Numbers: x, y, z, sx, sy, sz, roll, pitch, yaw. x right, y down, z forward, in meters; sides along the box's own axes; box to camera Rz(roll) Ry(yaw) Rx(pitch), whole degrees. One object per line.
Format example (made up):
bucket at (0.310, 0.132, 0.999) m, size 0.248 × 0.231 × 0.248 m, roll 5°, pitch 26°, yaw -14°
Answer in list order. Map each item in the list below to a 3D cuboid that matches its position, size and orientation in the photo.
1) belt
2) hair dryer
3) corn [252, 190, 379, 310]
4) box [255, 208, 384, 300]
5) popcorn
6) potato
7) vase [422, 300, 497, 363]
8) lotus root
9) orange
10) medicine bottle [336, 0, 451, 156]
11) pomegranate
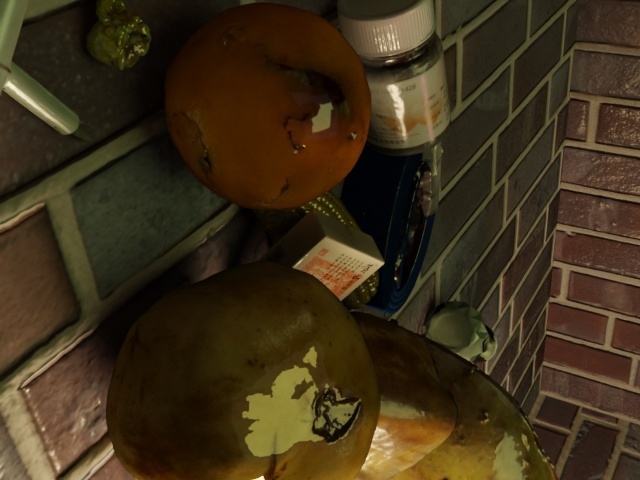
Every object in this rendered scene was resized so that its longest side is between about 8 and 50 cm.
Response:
belt at (0.131, -0.040, 1.434) m, size 0.212 × 0.117 × 0.346 m, roll -5°, pitch 108°, yaw -59°
hair dryer at (-0.273, -0.155, 0.745) m, size 0.183 × 0.044 × 0.154 m, roll 20°, pitch 86°, yaw -67°
corn at (0.000, 0.000, 1.208) m, size 0.131 × 0.131 × 0.344 m, roll -65°, pitch 150°, yaw -19°
box at (-0.025, 0.055, 1.110) m, size 0.201 × 0.058 × 0.141 m, roll -42°, pitch 139°, yaw 21°
popcorn at (-0.214, -0.219, 0.796) m, size 0.059 × 0.068 × 0.083 m, roll -171°, pitch -114°, yaw -78°
potato at (0.202, 0.439, 1.464) m, size 0.319 × 0.442 × 0.385 m, roll -42°, pitch 151°, yaw -26°
vase at (0.379, 0.256, 1.996) m, size 0.360 × 0.165 × 0.165 m, roll 30°, pitch 76°, yaw -65°
lotus root at (0.024, 0.253, 1.277) m, size 0.250 × 0.316 × 0.316 m, roll 28°, pitch 78°, yaw -42°
orange at (-0.062, -0.157, 0.898) m, size 0.246 × 0.246 × 0.246 m, roll -34°, pitch 131°, yaw -51°
medicine bottle at (0.124, -0.287, 1.259) m, size 0.165 × 0.165 × 0.273 m, roll -57°, pitch 146°, yaw -31°
pomegranate at (-0.094, 0.192, 0.945) m, size 0.333 × 0.333 × 0.332 m, roll -34°, pitch 131°, yaw -51°
